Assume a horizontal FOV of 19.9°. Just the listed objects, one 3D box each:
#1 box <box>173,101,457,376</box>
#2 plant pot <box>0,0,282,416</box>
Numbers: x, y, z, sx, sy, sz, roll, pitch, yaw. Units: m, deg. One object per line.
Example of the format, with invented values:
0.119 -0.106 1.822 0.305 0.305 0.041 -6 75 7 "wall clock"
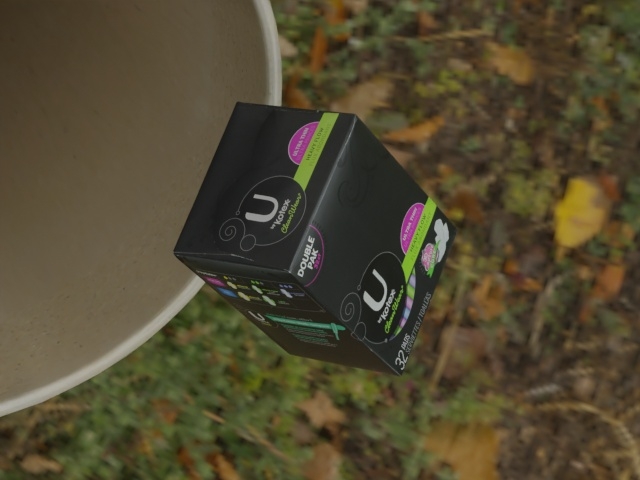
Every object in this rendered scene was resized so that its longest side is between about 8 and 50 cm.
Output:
0.000 0.000 0.628 0.083 0.052 0.062 45 61 -48 "box"
-0.182 -0.106 0.746 0.256 0.274 0.256 -13 128 -17 "plant pot"
